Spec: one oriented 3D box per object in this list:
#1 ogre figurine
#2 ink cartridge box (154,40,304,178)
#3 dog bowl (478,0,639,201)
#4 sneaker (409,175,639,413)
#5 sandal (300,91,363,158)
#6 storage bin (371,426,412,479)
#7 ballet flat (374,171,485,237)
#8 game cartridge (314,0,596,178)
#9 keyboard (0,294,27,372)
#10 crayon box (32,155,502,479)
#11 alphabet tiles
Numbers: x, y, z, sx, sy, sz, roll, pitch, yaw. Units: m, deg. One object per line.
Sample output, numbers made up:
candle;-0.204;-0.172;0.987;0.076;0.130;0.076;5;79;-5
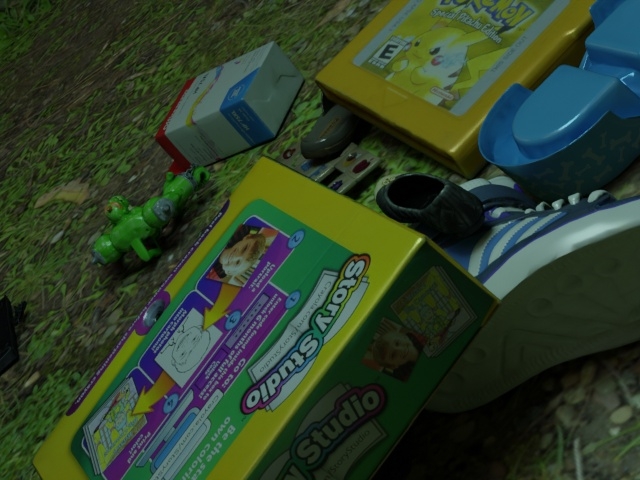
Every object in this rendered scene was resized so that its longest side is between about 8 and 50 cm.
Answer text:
ogre figurine;-0.239;-0.026;1.785;0.197;0.097;0.118;-15;16;16
ink cartridge box;-0.147;-0.184;1.901;0.231;0.078;0.134;-18;35;39
dog bowl;0.291;-0.156;1.299;0.297;0.074;0.166;-46;27;-6
sneaker;0.192;-0.008;1.148;0.322;0.130;0.236;-33;32;28
sandal;0.029;-0.184;1.681;0.090;0.060;0.219;-11;32;43
storage bin;0.009;0.153;1.203;0.122;0.084;0.180;-29;29;22
ballet flat;0.091;-0.042;1.164;0.057;0.049;0.173;-43;22;-10
game cartridge;0.183;-0.245;1.519;0.324;0.053;0.285;-48;42;-6
keyboard;-0.458;0.136;1.902;0.108;0.023;0.180;-46;28;5
crayon box;-0.063;0.126;1.118;0.363;0.106;0.313;-53;30;-3
alphabet tiles;-0.040;-0.061;1.636;0.198;0.009;0.237;-40;23;-4
